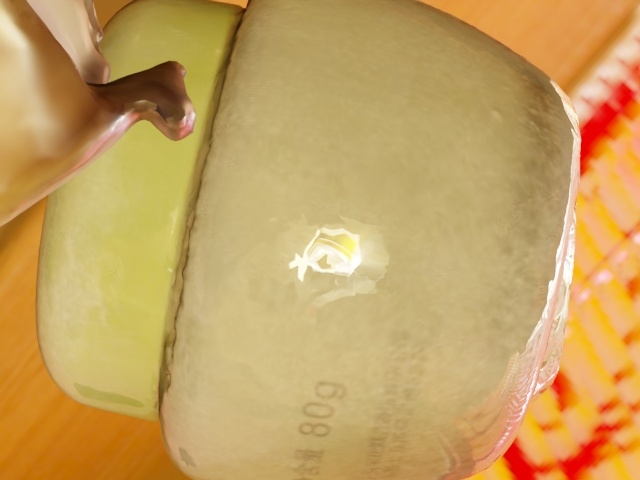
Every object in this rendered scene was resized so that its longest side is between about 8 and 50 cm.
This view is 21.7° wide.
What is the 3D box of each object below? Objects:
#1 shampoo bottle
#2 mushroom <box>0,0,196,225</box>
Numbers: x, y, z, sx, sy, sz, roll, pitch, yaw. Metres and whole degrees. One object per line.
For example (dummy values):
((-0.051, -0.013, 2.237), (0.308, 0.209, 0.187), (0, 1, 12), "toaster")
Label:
((0.000, 0.000, 1.033), (0.317, 0.322, 0.322), (13, -154, 4), "shampoo bottle")
((-0.292, -0.059, 0.596), (0.314, 0.397, 0.224), (51, -171, -16), "mushroom")
